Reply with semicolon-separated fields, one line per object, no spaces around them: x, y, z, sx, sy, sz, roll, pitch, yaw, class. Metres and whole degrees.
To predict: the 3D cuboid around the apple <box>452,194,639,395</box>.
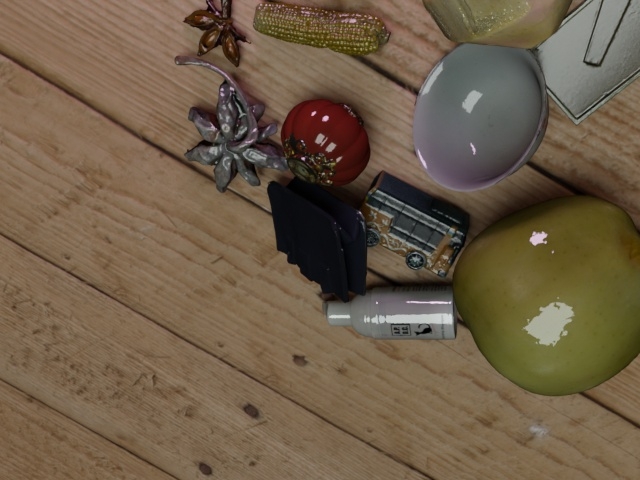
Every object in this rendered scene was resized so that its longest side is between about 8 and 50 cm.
0.544;0.121;1.687;0.474;0.473;0.473;6;118;11;apple

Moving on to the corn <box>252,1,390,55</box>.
0.000;-0.486;1.691;0.320;0.097;0.096;13;119;9;corn

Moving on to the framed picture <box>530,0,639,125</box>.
0.611;-0.419;1.618;0.211;0.020;0.289;44;119;-11;framed picture

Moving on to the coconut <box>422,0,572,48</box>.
0.355;-0.540;1.451;0.353;0.352;0.352;6;118;11;coconut

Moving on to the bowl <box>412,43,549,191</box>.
0.384;-0.264;1.645;0.157;0.345;0.345;10;132;-43;bowl

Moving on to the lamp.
0.016;-0.235;1.755;0.227;0.227;0.226;6;118;11;lamp

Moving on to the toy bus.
0.227;-0.041;1.844;0.275;0.138;0.167;28;118;0;toy bus

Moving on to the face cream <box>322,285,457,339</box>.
0.174;0.196;1.975;0.370;0.145;0.145;-3;116;15;face cream

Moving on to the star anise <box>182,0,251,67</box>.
-0.253;-0.506;1.759;0.157;0.053;0.212;-10;116;18;star anise

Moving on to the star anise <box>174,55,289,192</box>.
-0.235;-0.256;1.839;0.360;0.139;0.315;23;114;1;star anise

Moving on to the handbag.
0.000;0.000;1.844;0.118;0.326;0.269;-20;125;-25;handbag
